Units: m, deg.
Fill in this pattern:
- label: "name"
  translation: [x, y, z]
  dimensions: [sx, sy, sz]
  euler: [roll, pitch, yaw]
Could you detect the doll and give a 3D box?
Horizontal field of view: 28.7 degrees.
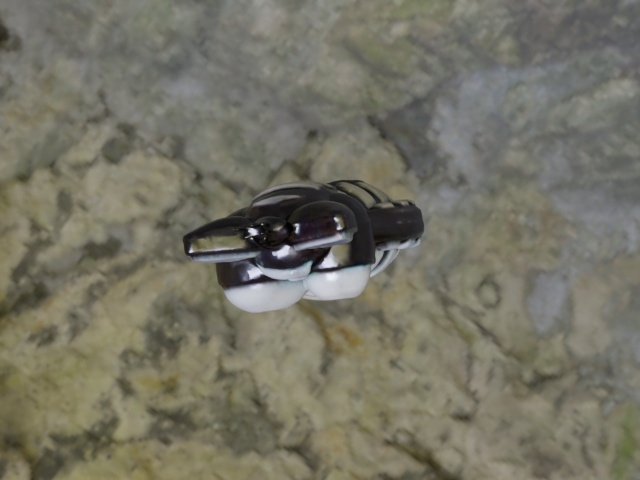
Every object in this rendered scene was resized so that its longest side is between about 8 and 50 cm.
- label: "doll"
  translation: [0.000, 0.000, 0.674]
  dimensions: [0.091, 0.067, 0.219]
  euler: [-6, 180, 17]
